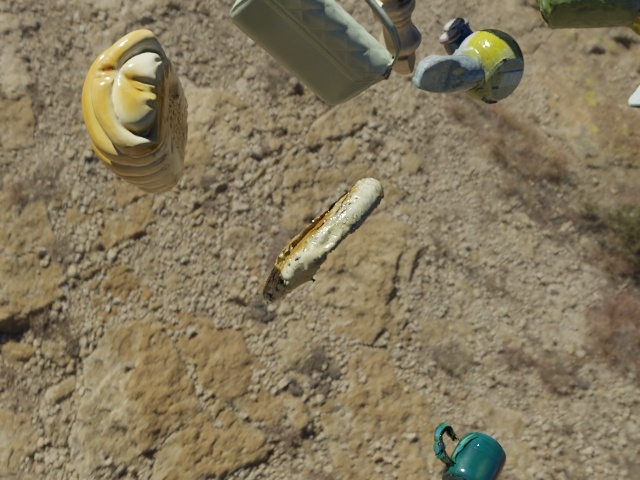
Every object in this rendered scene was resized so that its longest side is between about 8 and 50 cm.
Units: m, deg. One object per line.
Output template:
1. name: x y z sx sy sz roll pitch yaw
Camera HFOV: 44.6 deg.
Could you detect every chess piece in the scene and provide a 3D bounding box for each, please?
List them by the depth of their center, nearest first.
1. chess piece: 0.163 -0.527 1.733 0.117 0.397 0.117 -9 53 12

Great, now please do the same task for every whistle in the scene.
1. whistle: 0.240 -0.284 1.272 0.223 0.123 0.123 -13 66 -28

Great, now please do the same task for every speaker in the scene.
1. speaker: 0.168 0.259 0.925 0.094 0.060 0.075 38 51 6

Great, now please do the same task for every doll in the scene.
1. doll: 0.277 -0.333 1.430 0.152 0.085 0.114 43 55 -31

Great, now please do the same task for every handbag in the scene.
1. handbag: 0.006 -0.328 1.174 0.256 0.219 0.079 38 60 -21

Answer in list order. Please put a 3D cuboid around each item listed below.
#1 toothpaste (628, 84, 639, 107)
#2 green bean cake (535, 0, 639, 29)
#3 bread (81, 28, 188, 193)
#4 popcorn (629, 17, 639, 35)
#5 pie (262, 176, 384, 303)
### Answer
1. toothpaste: 0.353 -0.110 0.597 0.218 0.041 0.064 16 54 41
2. green bean cake: 0.310 -0.379 0.898 0.125 0.248 0.222 0 26 11
3. bread: -0.261 -0.166 1.122 0.121 0.311 0.172 4 79 -2
4. popcorn: 0.670 -0.519 1.480 0.321 0.290 0.325 18 24 -6
5. pie: 0.000 0.000 1.277 0.055 0.274 0.274 44 51 -6
